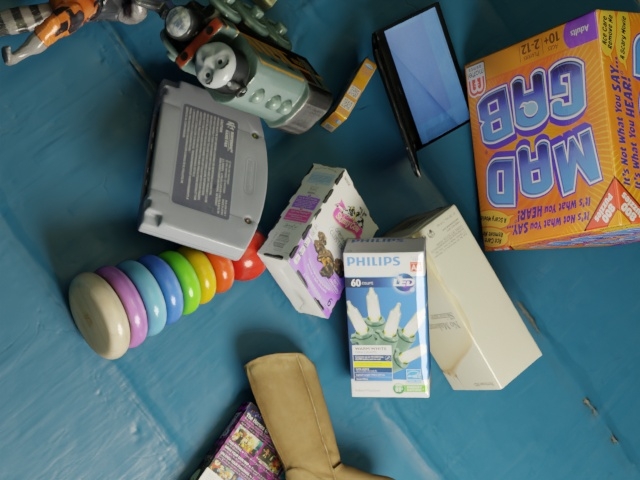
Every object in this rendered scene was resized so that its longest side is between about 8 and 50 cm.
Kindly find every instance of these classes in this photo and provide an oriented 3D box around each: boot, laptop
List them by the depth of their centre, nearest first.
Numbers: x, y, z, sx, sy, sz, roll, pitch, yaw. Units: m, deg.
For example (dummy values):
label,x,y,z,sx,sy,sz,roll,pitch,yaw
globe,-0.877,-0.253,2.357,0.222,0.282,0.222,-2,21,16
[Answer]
label,x,y,z,sx,sy,sz,roll,pitch,yaw
boot,0.011,0.313,1.903,0.236,0.089,0.269,6,57,-45
laptop,0.187,-0.268,2.043,0.136,0.264,0.234,-19,107,8

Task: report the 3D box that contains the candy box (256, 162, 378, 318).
label,x,y,z,sx,sy,sz,roll,pitch,yaw
candy box,0.000,0.000,1.932,0.196,0.070,0.165,-59,140,-25

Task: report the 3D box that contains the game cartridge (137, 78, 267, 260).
label,x,y,z,sx,sy,sz,roll,pitch,yaw
game cartridge,-0.181,-0.111,1.861,0.196,0.060,0.294,16,53,-18

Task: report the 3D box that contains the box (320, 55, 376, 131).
label,x,y,z,sx,sy,sz,roll,pitch,yaw
box,0.053,-0.258,2.033,0.028,0.081,0.136,35,70,-9

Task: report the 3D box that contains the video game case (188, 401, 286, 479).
label,x,y,z,sx,sy,sz,roll,pitch,yaw
video game case,-0.094,0.413,1.891,0.232,0.042,0.210,42,67,-16

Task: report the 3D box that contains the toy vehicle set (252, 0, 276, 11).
label,x,y,z,sx,sy,sz,roll,pitch,yaw
toy vehicle set,-0.082,-0.551,2.032,0.166,0.035,0.267,40,68,-16

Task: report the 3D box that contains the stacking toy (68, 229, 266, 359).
label,x,y,z,sx,sy,sz,roll,pitch,yaw
stacking toy,-0.222,0.059,1.837,0.330,0.141,0.141,-26,95,-33

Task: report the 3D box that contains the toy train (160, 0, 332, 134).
label,x,y,z,sx,sy,sz,roll,pitch,yaw
toy train,-0.112,-0.276,1.840,0.190,0.142,0.334,53,17,21

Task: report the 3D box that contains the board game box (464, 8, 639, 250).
label,x,y,z,sx,sy,sz,roll,pitch,yaw
board game box,0.521,-0.182,2.093,0.356,0.356,0.357,-2,84,-31

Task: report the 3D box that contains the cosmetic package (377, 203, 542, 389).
label,x,y,z,sx,sy,sz,roll,pitch,yaw
cosmetic package,0.232,0.103,2.032,0.113,0.160,0.309,-34,97,-26

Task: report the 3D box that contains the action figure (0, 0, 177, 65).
label,x,y,z,sx,sy,sz,roll,pitch,yaw
action figure,-0.396,-0.422,1.824,0.330,0.178,0.341,-18,66,-34

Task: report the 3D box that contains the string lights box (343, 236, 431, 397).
label,x,y,z,sx,sy,sz,roll,pitch,yaw
string lights box,0.112,0.127,1.932,0.133,0.077,0.260,-1,110,9
